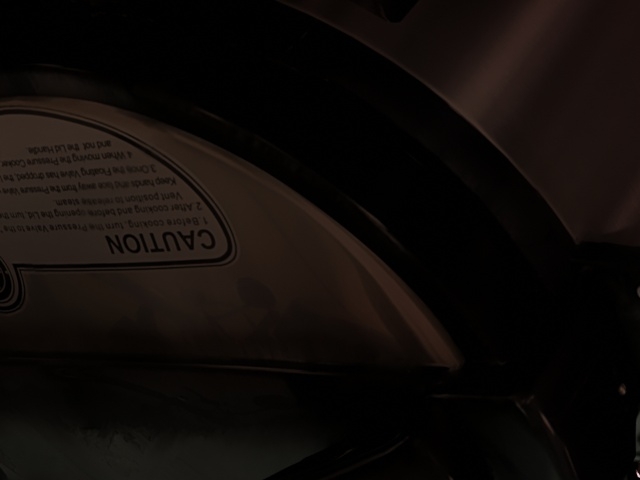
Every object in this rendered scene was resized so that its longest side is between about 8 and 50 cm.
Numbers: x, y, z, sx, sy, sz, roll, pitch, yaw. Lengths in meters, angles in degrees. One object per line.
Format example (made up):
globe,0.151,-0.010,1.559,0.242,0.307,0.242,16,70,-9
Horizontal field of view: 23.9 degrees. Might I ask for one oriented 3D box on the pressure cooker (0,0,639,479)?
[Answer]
pressure cooker,0.004,0.005,0.704,0.420,0.375,0.370,-50,175,-41
